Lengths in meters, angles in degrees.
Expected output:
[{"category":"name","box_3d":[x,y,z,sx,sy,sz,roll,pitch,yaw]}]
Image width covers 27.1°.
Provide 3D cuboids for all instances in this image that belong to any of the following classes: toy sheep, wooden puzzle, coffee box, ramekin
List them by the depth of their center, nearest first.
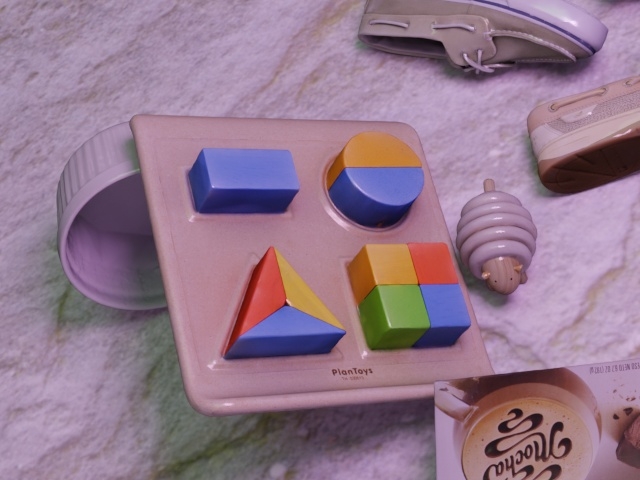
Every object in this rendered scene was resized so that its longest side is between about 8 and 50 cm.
[{"category":"coffee box","box_3d":[0.258,0.204,1.172,0.297,0.119,0.168,-8,58,17]},{"category":"wooden puzzle","box_3d":[0.000,0.000,1.293,0.322,0.080,0.348,-1,56,-26]},{"category":"toy sheep","box_3d":[0.178,-0.005,1.343,0.091,0.091,0.132,-17,57,11]},{"category":"ramekin","box_3d":[-0.187,-0.034,1.434,0.207,0.207,0.109,-27,46,4]}]

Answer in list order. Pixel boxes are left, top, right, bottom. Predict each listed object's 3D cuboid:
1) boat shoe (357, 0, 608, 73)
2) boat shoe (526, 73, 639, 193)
[{"category":"boat shoe","box_3d":[0.175,-0.233,1.483,0.302,0.109,0.094,19,84,38]},{"category":"boat shoe","box_3d":[0.358,-0.143,1.348,0.302,0.109,0.098,-20,57,16]}]
